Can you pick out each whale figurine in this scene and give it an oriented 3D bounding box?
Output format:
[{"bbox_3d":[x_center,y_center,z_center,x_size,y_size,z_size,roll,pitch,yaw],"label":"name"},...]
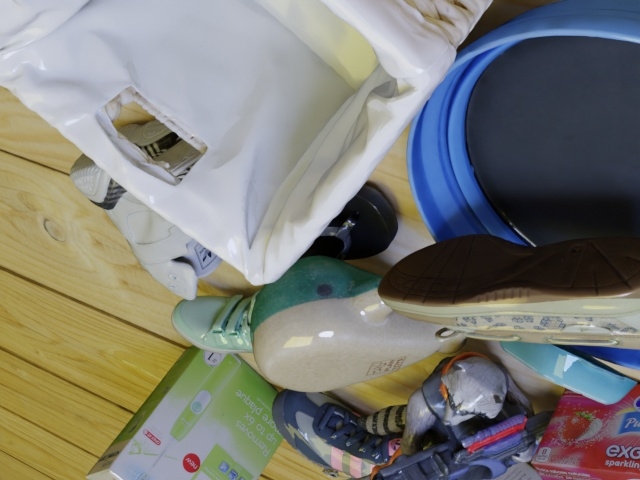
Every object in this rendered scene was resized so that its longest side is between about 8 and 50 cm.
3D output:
[{"bbox_3d":[0.050,0.087,1.057,0.272,0.141,0.216,-5,149,-12],"label":"whale figurine"}]

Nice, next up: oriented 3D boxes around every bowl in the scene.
[{"bbox_3d":[0.264,-0.037,0.780,0.391,0.077,0.391,26,147,18],"label":"bowl"}]

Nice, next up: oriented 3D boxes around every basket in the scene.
[{"bbox_3d":[-0.054,-0.203,0.713,0.328,0.266,0.331,38,146,-2],"label":"basket"}]

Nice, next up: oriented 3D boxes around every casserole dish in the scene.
[{"bbox_3d":[0.253,0.128,0.943,0.114,0.037,0.188,23,-178,-11],"label":"casserole dish"}]

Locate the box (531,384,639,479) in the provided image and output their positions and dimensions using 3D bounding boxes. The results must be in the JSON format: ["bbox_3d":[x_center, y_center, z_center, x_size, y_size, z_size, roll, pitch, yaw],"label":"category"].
[{"bbox_3d":[0.382,0.243,0.972,0.257,0.128,0.123,-6,127,45],"label":"box"}]

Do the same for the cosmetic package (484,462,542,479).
[{"bbox_3d":[0.323,0.448,1.117,0.385,0.156,0.217,27,153,57],"label":"cosmetic package"}]

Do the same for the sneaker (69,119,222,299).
[{"bbox_3d":[-0.146,-0.041,1.101,0.365,0.137,0.210,3,134,46],"label":"sneaker"}]

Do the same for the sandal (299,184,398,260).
[{"bbox_3d":[0.000,0.001,1.086,0.097,0.054,0.254,48,144,-16],"label":"sandal"}]

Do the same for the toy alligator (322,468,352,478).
[{"bbox_3d":[0.092,0.406,1.486,0.189,0.056,0.051,23,101,21],"label":"toy alligator"}]

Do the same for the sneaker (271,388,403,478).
[{"bbox_3d":[0.079,0.308,1.341,0.319,0.112,0.131,35,140,-8],"label":"sneaker"}]

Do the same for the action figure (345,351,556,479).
[{"bbox_3d":[0.119,0.245,1.110,0.179,0.341,0.330,62,147,24],"label":"action figure"}]

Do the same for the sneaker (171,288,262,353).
[{"bbox_3d":[-0.103,0.096,1.249,0.255,0.094,0.151,11,145,17],"label":"sneaker"}]

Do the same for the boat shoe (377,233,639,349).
[{"bbox_3d":[0.178,0.057,0.815,0.285,0.104,0.089,1,131,43],"label":"boat shoe"}]

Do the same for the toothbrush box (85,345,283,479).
[{"bbox_3d":[-0.200,0.329,1.441,0.206,0.283,0.122,45,145,-10],"label":"toothbrush box"}]
